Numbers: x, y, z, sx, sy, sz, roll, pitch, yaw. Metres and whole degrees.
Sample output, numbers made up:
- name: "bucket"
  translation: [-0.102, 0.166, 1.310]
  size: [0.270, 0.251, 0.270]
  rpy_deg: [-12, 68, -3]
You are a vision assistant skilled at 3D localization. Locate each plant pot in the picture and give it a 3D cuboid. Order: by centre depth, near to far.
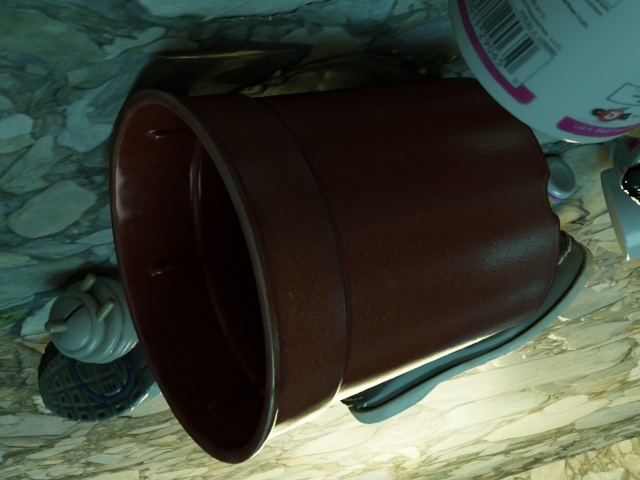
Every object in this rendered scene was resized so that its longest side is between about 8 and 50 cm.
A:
- name: "plant pot"
  translation: [0.016, -0.003, 1.079]
  size: [0.265, 0.272, 0.272]
  rpy_deg: [-15, 163, -26]

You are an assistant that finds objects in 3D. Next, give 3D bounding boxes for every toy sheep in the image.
- name: "toy sheep"
  translation: [-0.210, 0.073, 1.355]
  size: [0.091, 0.091, 0.132]
  rpy_deg: [-27, 163, 31]

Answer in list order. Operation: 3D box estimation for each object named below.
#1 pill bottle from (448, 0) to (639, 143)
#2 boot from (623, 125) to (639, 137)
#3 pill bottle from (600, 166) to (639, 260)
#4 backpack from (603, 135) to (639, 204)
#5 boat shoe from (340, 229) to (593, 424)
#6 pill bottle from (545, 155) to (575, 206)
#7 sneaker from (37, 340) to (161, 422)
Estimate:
- name: "pill bottle"
  translation: [0.211, -0.186, 0.820]
  size: [0.160, 0.160, 0.283]
  rpy_deg: [-2, 158, -32]
- name: "boot"
  translation: [0.305, -0.141, 1.045]
  size: [0.295, 0.104, 0.211]
  rpy_deg: [-7, 162, 27]
- name: "pill bottle"
  translation: [0.386, -0.054, 1.374]
  size: [0.221, 0.124, 0.124]
  rpy_deg: [-17, 161, 7]
- name: "backpack"
  translation: [0.332, -0.099, 1.225]
  size: [0.182, 0.115, 0.152]
  rpy_deg: [-18, 149, 12]
- name: "boat shoe"
  translation: [0.145, 0.080, 1.587]
  size: [0.324, 0.116, 0.097]
  rpy_deg: [-33, 116, 14]
- name: "pill bottle"
  translation: [0.203, -0.045, 1.386]
  size: [0.043, 0.043, 0.083]
  rpy_deg: [0, 156, -37]
- name: "sneaker"
  translation: [-0.154, 0.116, 1.489]
  size: [0.297, 0.111, 0.129]
  rpy_deg: [-20, 166, 17]
